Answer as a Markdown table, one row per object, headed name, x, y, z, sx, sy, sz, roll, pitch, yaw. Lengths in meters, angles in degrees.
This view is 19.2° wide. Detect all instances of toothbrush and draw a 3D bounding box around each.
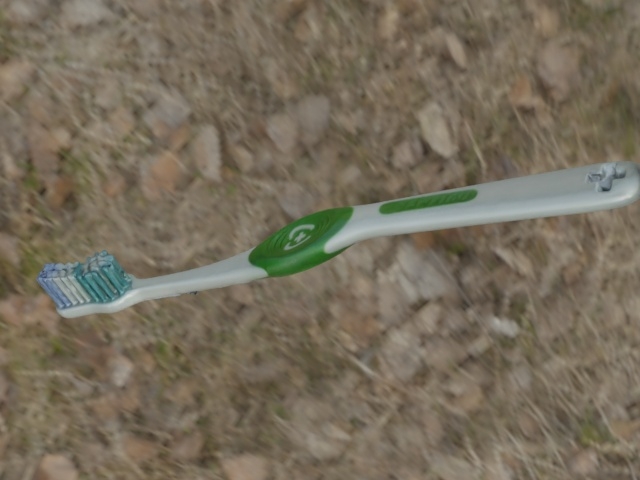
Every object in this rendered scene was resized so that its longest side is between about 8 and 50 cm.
| name | x | y | z | sx | sy | sz | roll | pitch | yaw |
| --- | --- | --- | --- | --- | --- | --- | --- | --- | --- |
| toothbrush | 0.001 | 0.001 | 0.828 | 0.304 | 0.030 | 0.030 | -10 | 71 | 29 |
